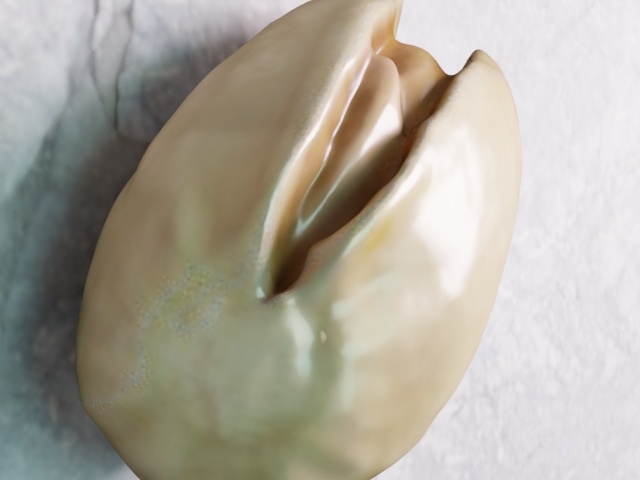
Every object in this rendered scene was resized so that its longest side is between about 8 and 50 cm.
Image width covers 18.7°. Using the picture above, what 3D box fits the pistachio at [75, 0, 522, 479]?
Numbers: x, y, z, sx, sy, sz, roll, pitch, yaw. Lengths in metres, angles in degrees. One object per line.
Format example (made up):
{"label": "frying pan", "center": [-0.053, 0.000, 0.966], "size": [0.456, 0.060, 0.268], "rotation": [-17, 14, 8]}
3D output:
{"label": "pistachio", "center": [0.000, 0.000, 0.996], "size": [0.193, 0.214, 0.318], "rotation": [33, 52, 1]}
